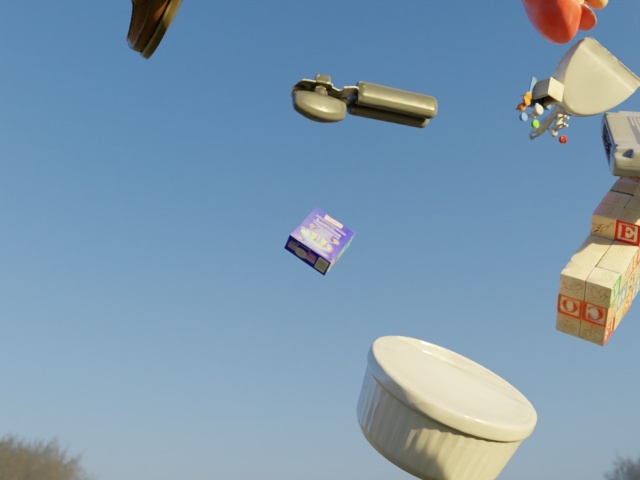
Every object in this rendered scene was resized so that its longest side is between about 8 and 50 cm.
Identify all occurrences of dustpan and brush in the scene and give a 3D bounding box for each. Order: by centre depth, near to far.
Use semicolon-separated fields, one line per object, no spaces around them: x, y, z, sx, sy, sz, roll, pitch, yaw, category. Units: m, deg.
0.479;-0.268;1.424;0.147;0.060;0.211;36;-70;-11;dustpan and brush

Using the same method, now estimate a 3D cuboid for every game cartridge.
0.579;-0.159;1.242;0.196;0.294;0.060;2;-68;17;game cartridge

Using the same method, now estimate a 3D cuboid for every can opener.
0.077;-0.243;1.363;0.280;0.093;0.074;4;-19;-18;can opener

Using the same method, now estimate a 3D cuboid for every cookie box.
0.000;0.000;1.350;0.092;0.107;0.040;34;-49;7;cookie box

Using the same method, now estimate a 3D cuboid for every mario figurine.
0.477;-0.498;1.326;0.170;0.320;0.198;13;-6;39;mario figurine

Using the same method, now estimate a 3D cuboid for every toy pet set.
0.399;-0.245;1.380;0.122;0.114;0.065;22;-15;-29;toy pet set

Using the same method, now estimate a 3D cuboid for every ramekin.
0.180;0.263;1.138;0.273;0.127;0.273;20;13;-5;ramekin

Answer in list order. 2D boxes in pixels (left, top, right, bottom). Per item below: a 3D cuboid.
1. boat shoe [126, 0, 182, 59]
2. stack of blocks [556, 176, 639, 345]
-0.228;-0.385;1.039;0.104;0.110;0.307;23;-40;-18;boat shoe
0.518;0.023;1.305;0.087;0.297;0.171;19;-47;34;stack of blocks
